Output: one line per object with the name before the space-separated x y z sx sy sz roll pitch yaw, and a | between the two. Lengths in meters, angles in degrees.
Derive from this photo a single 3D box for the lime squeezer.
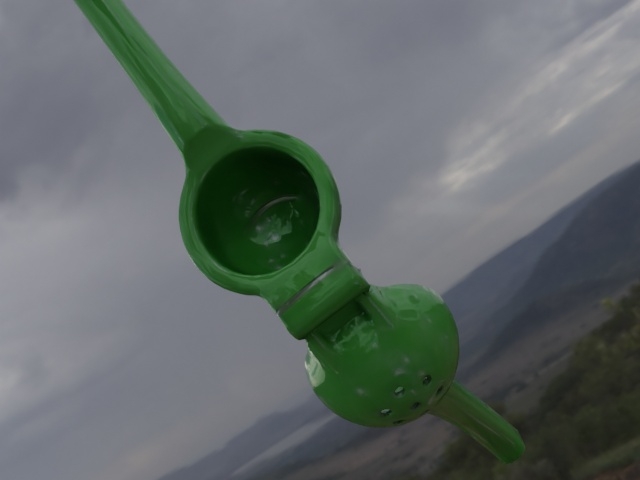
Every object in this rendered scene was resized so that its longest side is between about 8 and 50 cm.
lime squeezer | 0.000 0.000 0.370 0.059 0.310 0.110 -34 20 23
